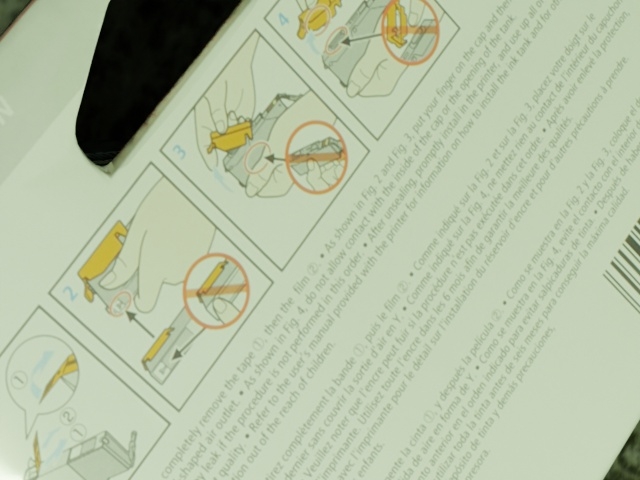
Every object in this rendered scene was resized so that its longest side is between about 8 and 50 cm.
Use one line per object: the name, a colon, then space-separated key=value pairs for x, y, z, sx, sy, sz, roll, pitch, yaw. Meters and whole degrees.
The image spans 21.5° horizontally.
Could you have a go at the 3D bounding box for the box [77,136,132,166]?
box: x=-0.070 y=0.057 z=0.598 sx=0.233 sy=0.059 sz=0.183 roll=-9 pitch=110 yaw=-44

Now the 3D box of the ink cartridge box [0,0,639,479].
ink cartridge box: x=0.000 y=0.000 z=0.558 sx=0.261 sy=0.066 sz=0.296 roll=45 pitch=68 yaw=-22
